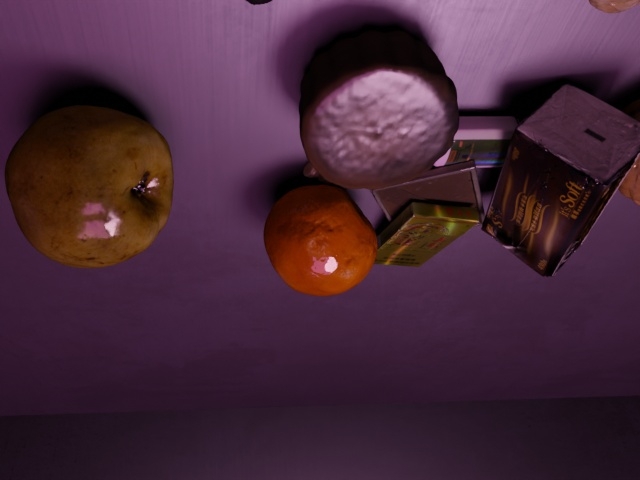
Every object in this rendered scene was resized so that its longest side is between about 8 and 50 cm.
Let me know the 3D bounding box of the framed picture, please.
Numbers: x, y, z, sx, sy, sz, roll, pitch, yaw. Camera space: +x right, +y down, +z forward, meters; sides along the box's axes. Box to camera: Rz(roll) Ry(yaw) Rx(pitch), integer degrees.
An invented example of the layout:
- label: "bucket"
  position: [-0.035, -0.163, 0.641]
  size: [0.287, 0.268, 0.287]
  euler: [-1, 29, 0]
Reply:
- label: "framed picture"
  position: [0.262, -0.082, 1.337]
  size: [0.232, 0.024, 0.315]
  euler: [-11, 157, 16]

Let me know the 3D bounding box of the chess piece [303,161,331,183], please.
- label: "chess piece"
  position: [0.007, -0.145, 1.272]
  size: [0.092, 0.035, 0.035]
  euler: [21, 137, -37]

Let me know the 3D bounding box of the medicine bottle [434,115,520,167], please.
- label: "medicine bottle"
  position: [0.294, -0.204, 1.186]
  size: [0.219, 0.078, 0.115]
  euler: [-2, 148, -6]

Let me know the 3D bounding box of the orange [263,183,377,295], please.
- label: "orange"
  position: [0.000, 0.000, 1.281]
  size: [0.261, 0.261, 0.261]
  euler: [-4, 145, -3]

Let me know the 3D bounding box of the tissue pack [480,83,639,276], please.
- label: "tissue pack"
  position: [0.499, -0.115, 1.181]
  size: [0.198, 0.210, 0.370]
  euler: [-36, 152, -17]

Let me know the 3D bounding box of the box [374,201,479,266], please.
- label: "box"
  position: [0.240, -0.006, 1.427]
  size: [0.173, 0.043, 0.311]
  euler: [4, 156, -18]

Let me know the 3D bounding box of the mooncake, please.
- label: "mooncake"
  position: [0.102, -0.238, 1.037]
  size: [0.291, 0.161, 0.290]
  euler: [-5, 139, -4]

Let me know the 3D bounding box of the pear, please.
- label: "pear"
  position: [-0.433, -0.103, 1.067]
  size: [0.304, 0.303, 0.304]
  euler: [-4, 145, -3]

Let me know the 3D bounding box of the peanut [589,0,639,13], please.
- label: "peanut"
  position: [0.500, -0.464, 0.813]
  size: [0.136, 0.120, 0.298]
  euler: [-26, 163, -43]

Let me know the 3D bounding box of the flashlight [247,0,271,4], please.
- label: "flashlight"
  position: [-0.095, -0.449, 0.794]
  size: [0.093, 0.092, 0.232]
  euler: [-5, 149, -1]

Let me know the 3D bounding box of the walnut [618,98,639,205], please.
- label: "walnut"
  position: [0.711, -0.191, 1.153]
  size: [0.224, 0.257, 0.257]
  euler: [-37, 148, -17]
